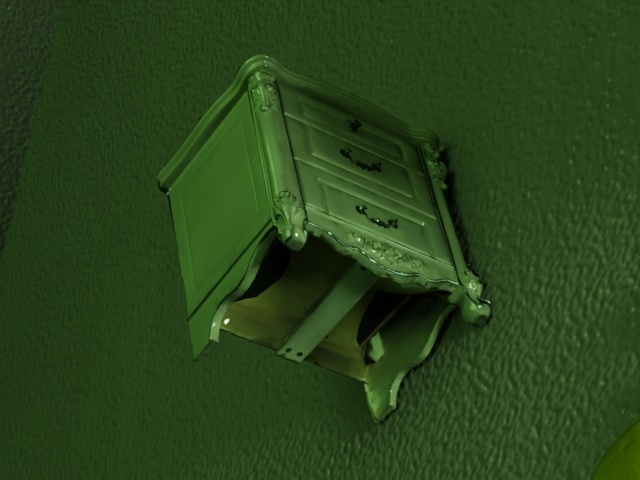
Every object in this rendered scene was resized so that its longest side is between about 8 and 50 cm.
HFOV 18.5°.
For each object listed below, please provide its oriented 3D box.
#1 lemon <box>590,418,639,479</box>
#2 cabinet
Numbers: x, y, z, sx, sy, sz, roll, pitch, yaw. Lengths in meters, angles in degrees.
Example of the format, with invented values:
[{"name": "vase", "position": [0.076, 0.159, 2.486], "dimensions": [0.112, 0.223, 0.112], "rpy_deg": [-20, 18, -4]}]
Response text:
[{"name": "lemon", "position": [0.322, 0.228, 1.676], "dimensions": [0.248, 0.184, 0.184], "rpy_deg": [-40, 36, 45]}, {"name": "cabinet", "position": [0.000, 0.000, 2.289], "dimensions": [0.227, 0.290, 0.318], "rpy_deg": [-49, 34, 29]}]
